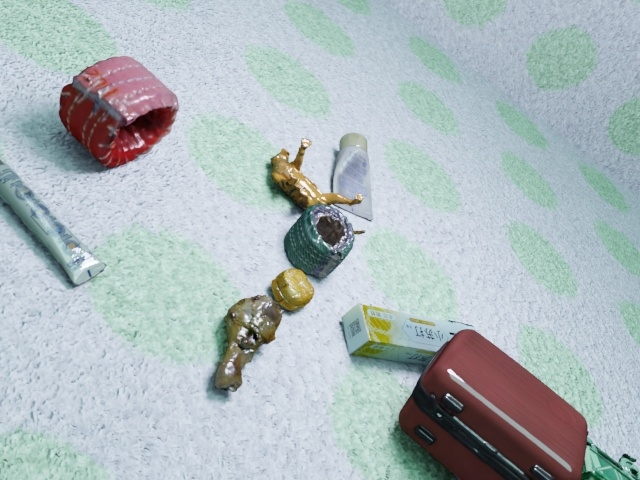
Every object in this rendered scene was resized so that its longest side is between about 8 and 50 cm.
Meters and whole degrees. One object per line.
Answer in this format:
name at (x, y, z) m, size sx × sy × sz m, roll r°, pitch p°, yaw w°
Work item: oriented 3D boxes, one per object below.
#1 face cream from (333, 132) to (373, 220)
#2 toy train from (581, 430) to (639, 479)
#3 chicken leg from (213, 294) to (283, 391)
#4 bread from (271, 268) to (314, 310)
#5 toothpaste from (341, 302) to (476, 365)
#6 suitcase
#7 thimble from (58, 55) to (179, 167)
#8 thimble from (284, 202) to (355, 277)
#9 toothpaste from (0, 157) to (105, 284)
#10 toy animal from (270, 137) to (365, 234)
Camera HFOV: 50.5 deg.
face cream at (0.075, -0.152, 1.605) m, size 0.114 × 0.070 × 0.224 m, roll 22°, pitch 51°, yaw -26°
toy train at (0.545, 0.473, 1.318) m, size 0.269 × 0.115 × 0.154 m, roll 38°, pitch 33°, yaw -16°
chicken leg at (-0.122, 0.158, 1.062) m, size 0.085 × 0.069 × 0.198 m, roll 54°, pitch 36°, yaw -25°
bread at (-0.050, 0.088, 1.218) m, size 0.081 × 0.046 × 0.083 m, roll 36°, pitch 32°, yaw -17°
toothpaste at (0.185, 0.193, 1.314) m, size 0.312 × 0.071 × 0.089 m, roll 15°, pitch 46°, yaw -34°
suitcase at (0.299, 0.312, 1.168) m, size 0.297 × 0.161 × 0.236 m, roll 37°, pitch 27°, yaw 12°
thimble at (-0.344, -0.221, 1.168) m, size 0.125 × 0.163 × 0.189 m, roll 44°, pitch 28°, yaw 6°
thimble at (-0.001, -0.002, 1.326) m, size 0.118 × 0.090 × 0.135 m, roll 31°, pitch 38°, yaw -11°
toothpaste at (-0.416, -0.033, 1.002) m, size 0.239 × 0.039 × 0.062 m, roll 46°, pitch 39°, yaw 4°
toy animal at (-0.013, -0.091, 1.426) m, size 0.255 × 0.116 × 0.114 m, roll 47°, pitch 58°, yaw -1°
